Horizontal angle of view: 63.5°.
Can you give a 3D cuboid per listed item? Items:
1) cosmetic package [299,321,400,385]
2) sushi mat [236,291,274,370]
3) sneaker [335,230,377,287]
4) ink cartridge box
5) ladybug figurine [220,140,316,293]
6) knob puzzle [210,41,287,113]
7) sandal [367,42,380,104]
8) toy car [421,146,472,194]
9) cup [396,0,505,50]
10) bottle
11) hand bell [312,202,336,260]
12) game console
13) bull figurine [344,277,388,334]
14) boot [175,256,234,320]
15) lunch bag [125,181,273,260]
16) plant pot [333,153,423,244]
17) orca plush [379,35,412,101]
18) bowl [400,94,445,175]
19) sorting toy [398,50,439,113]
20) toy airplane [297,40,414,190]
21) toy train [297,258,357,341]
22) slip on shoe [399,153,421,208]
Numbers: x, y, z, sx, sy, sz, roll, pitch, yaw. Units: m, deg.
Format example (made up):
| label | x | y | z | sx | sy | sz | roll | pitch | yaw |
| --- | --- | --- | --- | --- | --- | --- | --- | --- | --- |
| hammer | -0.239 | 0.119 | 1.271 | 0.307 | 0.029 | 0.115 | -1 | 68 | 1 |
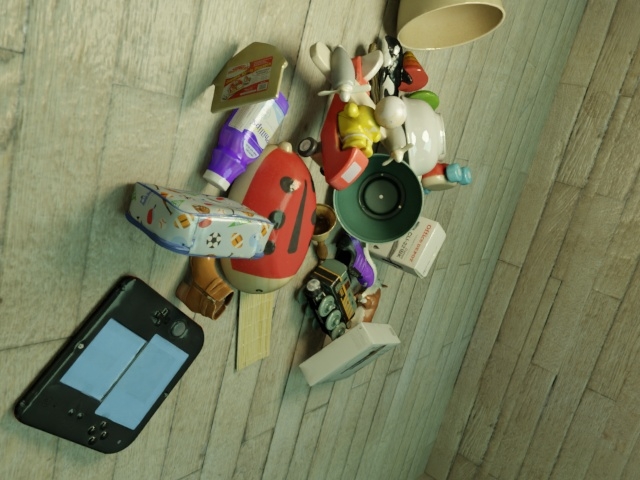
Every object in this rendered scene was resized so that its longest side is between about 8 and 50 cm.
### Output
| label | x | y | z | sx | sy | sz | roll | pitch | yaw |
| --- | --- | --- | --- | --- | --- | --- | --- | --- | --- |
| cosmetic package | 0.123 | 0.427 | 1.961 | 0.284 | 0.098 | 0.377 | -35 | 159 | 14 |
| sushi mat | -0.205 | 0.258 | 1.642 | 0.151 | 0.019 | 0.317 | -20 | 125 | -46 |
| sneaker | 0.116 | 0.086 | 1.913 | 0.146 | 0.102 | 0.294 | -41 | 134 | -26 |
| ink cartridge box | 0.301 | -0.004 | 1.943 | 0.197 | 0.272 | 0.114 | -61 | 146 | -8 |
| ladybug figurine | -0.127 | -0.047 | 1.438 | 0.305 | 0.161 | 0.450 | -13 | 119 | -50 |
| knob puzzle | -0.159 | -0.378 | 1.188 | 0.213 | 0.213 | 0.030 | -58 | 145 | -12 |
| sandal | 0.156 | -0.520 | 1.634 | 0.219 | 0.060 | 0.090 | 74 | 25 | -63 |
| toy car | 0.465 | -0.327 | 2.090 | 0.210 | 0.219 | 0.238 | 1 | 81 | -54 |
| cup | 0.388 | -0.774 | 1.616 | 0.331 | 0.330 | 0.237 | -5 | 87 | -52 |
| bottle | -0.190 | -0.257 | 1.288 | 0.283 | 0.092 | 0.118 | -59 | 146 | -11 |
| hand bell | 0.000 | 0.000 | 1.712 | 0.126 | 0.126 | 0.242 | -49 | 154 | -23 |
| game console | -0.482 | 0.316 | 1.267 | 0.387 | 0.060 | 0.342 | -55 | 145 | -17 |
| bull figurine | 0.158 | 0.277 | 2.074 | 0.188 | 0.101 | 0.311 | 13 | 99 | -53 |
| boot | -0.276 | 0.098 | 1.330 | 0.073 | 0.152 | 0.197 | 25 | 89 | -56 |
| lunch bag | -0.271 | -0.045 | 1.183 | 0.303 | 0.243 | 0.115 | 10 | 102 | -49 |
| plant pot | 0.201 | -0.146 | 1.758 | 0.196 | 0.292 | 0.293 | -40 | 147 | -77 |
| orca plush | 0.244 | -0.502 | 1.666 | 0.151 | 0.102 | 0.288 | -50 | 144 | -73 |
| bowl | 0.357 | -0.362 | 1.798 | 0.298 | 0.133 | 0.298 | -7 | 90 | -83 |
| sorting toy | 0.358 | -0.556 | 1.876 | 0.365 | 0.126 | 0.126 | 37 | 50 | -58 |
| toy airplane | 0.122 | -0.367 | 1.437 | 0.386 | 0.272 | 0.385 | -33 | 120 | -46 |
| toy train | 0.042 | 0.217 | 1.838 | 0.190 | 0.142 | 0.334 | -48 | 142 | -22 |
| slip on shoe | 0.352 | -0.282 | 1.994 | 0.101 | 0.122 | 0.332 | 5 | 101 | -58 |
